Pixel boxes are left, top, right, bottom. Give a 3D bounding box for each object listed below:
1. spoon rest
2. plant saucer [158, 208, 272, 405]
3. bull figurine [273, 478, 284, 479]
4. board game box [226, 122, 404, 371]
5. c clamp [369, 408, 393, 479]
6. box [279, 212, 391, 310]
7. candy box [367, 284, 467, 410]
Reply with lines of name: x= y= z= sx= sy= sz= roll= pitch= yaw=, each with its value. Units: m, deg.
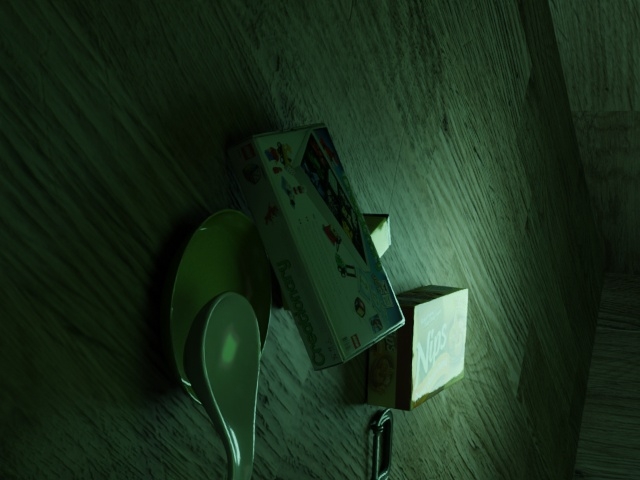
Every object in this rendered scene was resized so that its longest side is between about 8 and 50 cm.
spoon rest: x=-0.112 y=0.195 z=1.139 sx=0.137 sy=0.084 sz=0.277 roll=25 pitch=72 yaw=-64
plant saucer: x=-0.130 y=0.081 z=1.227 sx=0.241 sy=0.037 sz=0.241 roll=3 pitch=90 yaw=-66
bull figurine: x=-0.035 y=0.456 z=1.403 sx=0.310 sy=0.101 sz=0.188 roll=70 pitch=32 yaw=-40
board game box: x=0.000 y=0.000 z=1.338 sx=0.193 sy=0.053 sz=0.305 roll=-21 pitch=89 yaw=-60
c clamp: x=0.105 y=0.381 z=1.791 sx=0.137 sy=0.022 sz=0.161 roll=6 pitch=88 yaw=-65
box: x=0.027 y=0.029 z=1.502 sx=0.232 sy=0.087 sz=0.058 roll=-47 pitch=135 yaw=-56
candy box: x=0.185 y=0.189 z=1.860 sx=0.316 sy=0.087 sz=0.183 roll=-7 pitch=100 yaw=-64
